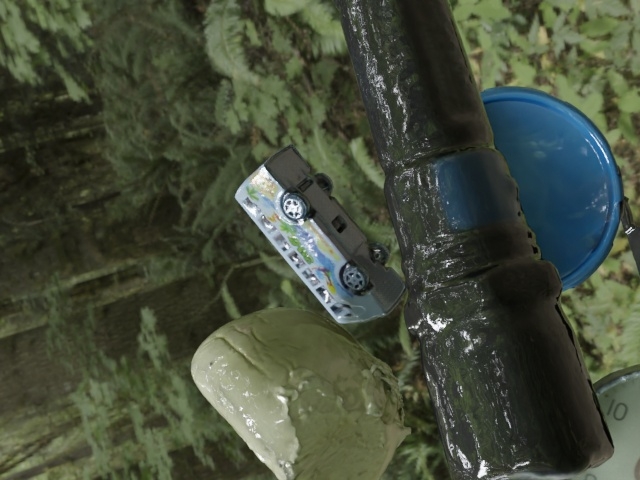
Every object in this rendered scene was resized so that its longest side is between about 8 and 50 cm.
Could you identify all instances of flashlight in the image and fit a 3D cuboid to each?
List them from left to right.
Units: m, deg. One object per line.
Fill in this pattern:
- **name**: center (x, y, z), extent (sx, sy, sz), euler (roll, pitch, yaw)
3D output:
- **flashlight**: center (0.074, -0.056, 0.481), extent (0.103, 0.103, 0.423), euler (104, 153, -70)

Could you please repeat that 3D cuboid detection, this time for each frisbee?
- **frisbee**: center (0.212, -0.050, 0.810), extent (0.045, 0.242, 0.242), euler (110, 143, -81)

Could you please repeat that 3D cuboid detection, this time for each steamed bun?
- **steamed bun**: center (-0.027, 0.230, 1.122), extent (0.312, 0.233, 0.334), euler (38, 162, 37)

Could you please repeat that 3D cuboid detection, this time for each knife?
- **knife**: center (0.649, -0.008, 1.472), extent (0.072, 0.019, 0.245), euler (127, 152, -44)

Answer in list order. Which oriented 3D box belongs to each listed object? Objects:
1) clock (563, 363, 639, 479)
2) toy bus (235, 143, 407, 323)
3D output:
- **clock**: center (0.503, 0.339, 1.049), extent (0.325, 0.325, 0.067), euler (71, -166, 13)
- **toy bus**: center (0.000, 0.000, 1.266), extent (0.329, 0.109, 0.136), euler (51, 131, -5)
